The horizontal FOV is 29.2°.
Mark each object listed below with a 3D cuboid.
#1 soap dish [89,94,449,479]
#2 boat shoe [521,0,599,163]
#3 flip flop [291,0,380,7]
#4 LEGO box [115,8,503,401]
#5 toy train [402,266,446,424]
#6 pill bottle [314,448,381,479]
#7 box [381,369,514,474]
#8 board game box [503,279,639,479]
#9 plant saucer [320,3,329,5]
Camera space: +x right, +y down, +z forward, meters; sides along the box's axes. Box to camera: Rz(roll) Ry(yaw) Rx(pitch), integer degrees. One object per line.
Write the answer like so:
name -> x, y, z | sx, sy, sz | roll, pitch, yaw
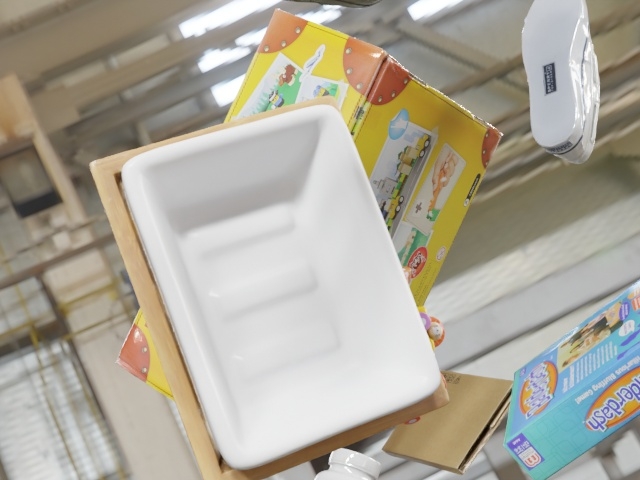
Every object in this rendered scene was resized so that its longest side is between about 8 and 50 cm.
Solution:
soap dish -> -0.046, 0.043, 1.049 | 0.229, 0.290, 0.118 | -18, -5, -23
boat shoe -> 0.326, -0.223, 1.645 | 0.095, 0.258, 0.084 | -9, -26, 38
flip flop -> -0.051, -0.216, 0.847 | 0.080, 0.112, 0.277 | -8, -6, 37
LEGO box -> 0.000, 0.000, 1.663 | 0.372, 0.193, 0.500 | 21, -85, -57
toy train -> 0.088, 0.096, 1.226 | 0.046, 0.166, 0.125 | -9, 19, -20
pill bottle -> 0.022, 0.337, 1.502 | 0.086, 0.152, 0.086 | 18, -19, 6
box -> 0.196, 0.273, 1.872 | 0.164, 0.021, 0.201 | -52, 24, -20
board game box -> 0.249, 0.094, 1.009 | 0.210, 0.047, 0.160 | -39, 5, 20
plant saucer -> 0.078, -0.295, 1.229 | 0.195, 0.037, 0.195 | -43, -7, -6
